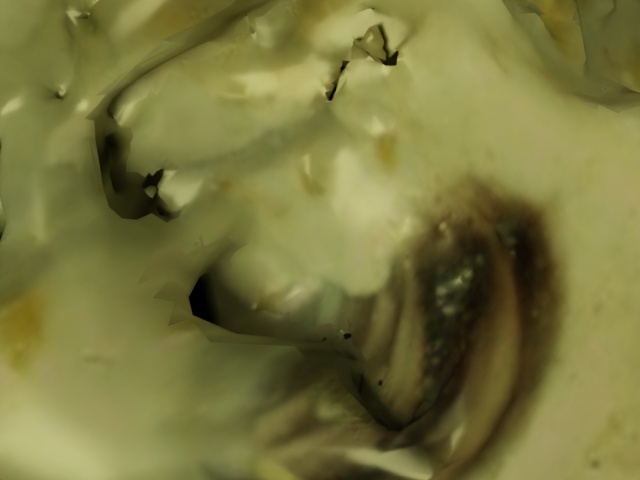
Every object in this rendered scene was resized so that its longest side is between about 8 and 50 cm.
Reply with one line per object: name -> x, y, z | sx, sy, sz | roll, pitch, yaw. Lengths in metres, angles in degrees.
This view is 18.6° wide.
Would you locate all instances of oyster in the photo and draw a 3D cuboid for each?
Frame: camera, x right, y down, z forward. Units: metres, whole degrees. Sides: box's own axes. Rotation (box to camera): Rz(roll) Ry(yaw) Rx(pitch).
oyster -> 0.000, 0.000, 0.401 | 0.223, 0.083, 0.214 | 43, 120, 16
